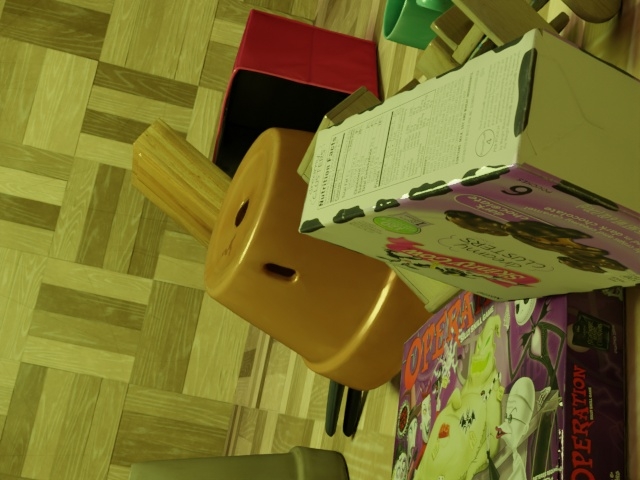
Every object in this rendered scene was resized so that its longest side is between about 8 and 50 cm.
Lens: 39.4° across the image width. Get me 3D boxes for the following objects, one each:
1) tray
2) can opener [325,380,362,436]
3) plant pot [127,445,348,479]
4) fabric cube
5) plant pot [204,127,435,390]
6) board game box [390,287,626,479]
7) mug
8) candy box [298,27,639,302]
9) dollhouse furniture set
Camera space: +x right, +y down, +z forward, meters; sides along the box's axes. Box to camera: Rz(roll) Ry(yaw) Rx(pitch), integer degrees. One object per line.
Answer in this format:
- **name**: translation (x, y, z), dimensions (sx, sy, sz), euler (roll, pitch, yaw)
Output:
- **tray**: translation (-0.157, -0.021, 1.575), dimensions (0.076, 0.411, 0.203), euler (-50, -1, -21)
- **can opener**: translation (0.037, 0.174, 1.160), dimensions (0.073, 0.059, 0.186), euler (-101, 26, -68)
- **plant pot**: translation (-0.137, 0.417, 1.198), dimensions (0.323, 0.280, 0.323), euler (-166, 90, -82)
- **fabric cube**: translation (-0.048, -0.238, 1.650), dimensions (0.258, 0.259, 0.254), euler (-88, 13, -53)
- **plant pot**: translation (0.000, 0.000, 1.006), dimensions (0.291, 0.203, 0.291), euler (-54, 24, 37)
- **board game box**: translation (0.129, 0.128, 0.701), dimensions (0.347, 0.056, 0.208), euler (119, 166, -62)
- **mug**: translation (0.139, -0.280, 1.054), dimensions (0.129, 0.097, 0.158), euler (114, 165, -50)
- **candy box**: translation (0.108, -0.025, 0.493), dimensions (0.196, 0.165, 0.070), euler (-16, 60, 59)
- **dollhouse furniture set**: translation (0.129, -0.087, 0.725), dimensions (0.242, 0.161, 0.212), euler (-41, -6, -24)
